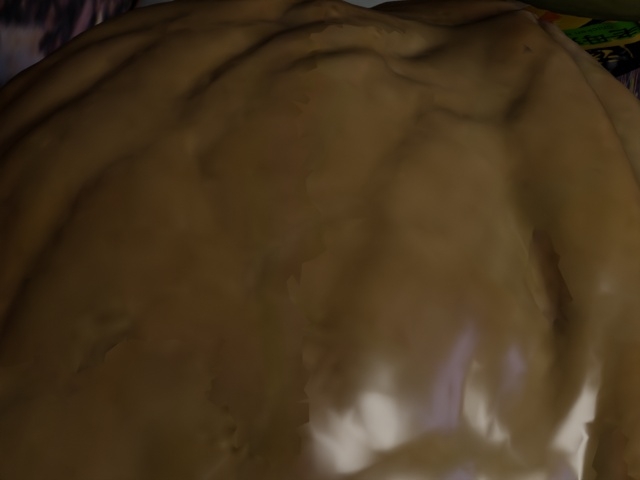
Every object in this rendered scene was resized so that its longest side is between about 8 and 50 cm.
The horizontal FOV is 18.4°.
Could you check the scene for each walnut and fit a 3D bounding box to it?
[{"bbox_3d":[0.003,0.086,0.532,0.252,0.277,0.313,-66,175,-78],"label":"walnut"}]

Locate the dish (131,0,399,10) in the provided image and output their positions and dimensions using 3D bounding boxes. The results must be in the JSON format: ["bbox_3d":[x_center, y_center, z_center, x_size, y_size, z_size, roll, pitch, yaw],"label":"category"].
[{"bbox_3d":[0.000,0.000,0.761,0.256,0.117,0.256,10,90,-75],"label":"dish"}]

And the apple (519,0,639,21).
[{"bbox_3d":[0.141,-0.225,0.788,0.233,0.258,0.295,20,66,-31],"label":"apple"}]

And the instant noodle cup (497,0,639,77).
[{"bbox_3d":[0.095,-0.153,0.975,0.151,0.151,0.122,46,44,-71],"label":"instant noodle cup"}]
